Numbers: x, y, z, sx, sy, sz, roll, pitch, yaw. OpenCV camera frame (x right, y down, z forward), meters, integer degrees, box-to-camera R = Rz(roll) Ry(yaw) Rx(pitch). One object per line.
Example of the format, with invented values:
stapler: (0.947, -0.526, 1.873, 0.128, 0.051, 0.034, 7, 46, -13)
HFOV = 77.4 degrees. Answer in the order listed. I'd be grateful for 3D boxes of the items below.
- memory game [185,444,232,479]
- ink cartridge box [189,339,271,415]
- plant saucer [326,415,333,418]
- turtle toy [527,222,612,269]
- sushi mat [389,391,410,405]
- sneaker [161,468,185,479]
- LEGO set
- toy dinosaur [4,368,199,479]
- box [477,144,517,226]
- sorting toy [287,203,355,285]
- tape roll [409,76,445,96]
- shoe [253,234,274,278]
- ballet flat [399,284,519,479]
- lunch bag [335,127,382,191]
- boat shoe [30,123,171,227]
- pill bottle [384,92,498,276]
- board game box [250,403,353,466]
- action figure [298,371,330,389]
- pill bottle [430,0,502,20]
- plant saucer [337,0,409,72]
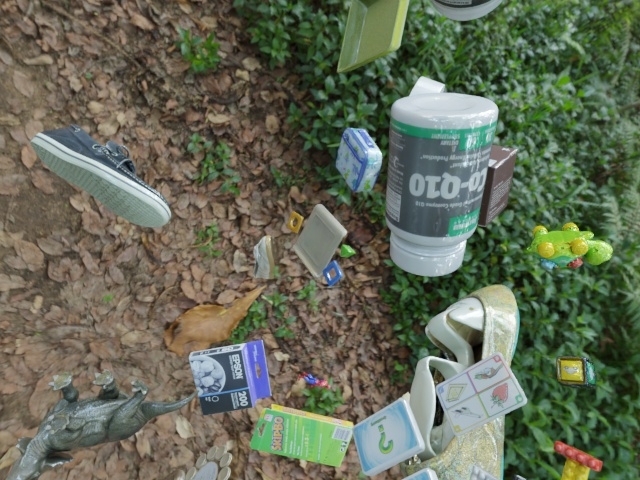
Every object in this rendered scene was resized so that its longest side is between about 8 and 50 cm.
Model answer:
memory game: (-0.288, 0.599, 0.988, 0.012, 0.186, 0.186, 48, 60, -22)
ink cartridge box: (-0.259, 0.405, 1.174, 0.209, 0.045, 0.206, -9, 108, -7)
plant saucer: (0.010, 0.582, 1.236, 0.083, 0.083, 0.015, -42, 103, -30)
turtle toy: (0.440, 0.016, 0.710, 0.095, 0.131, 0.066, -54, 133, -57)
sushi mat: (0.332, 0.701, 1.377, 0.152, 0.019, 0.316, -31, 82, -13)
sneaker: (-0.366, 0.557, 0.835, 0.071, 0.066, 0.188, 53, 44, -13)
LEGO set: (0.125, 0.192, 0.320, 0.060, 0.244, 0.182, 28, 32, -37)
toy dinosaur: (-0.379, 0.303, 0.689, 0.314, 0.160, 0.121, -14, 48, -38)
box: (0.492, -0.183, 1.265, 0.169, 0.167, 0.203, -33, 132, -36)
sorting toy: (0.000, 0.000, 1.363, 0.047, 0.195, 0.347, 10, 30, -43)
tape roll: (0.400, -0.511, 1.630, 0.100, 0.286, 0.286, 25, 63, 12)
shoe: (-0.160, 0.056, 1.117, 0.059, 0.219, 0.076, -3, 61, -9)
ballet flat: (0.181, 0.162, 0.519, 0.123, 0.123, 0.348, 43, 47, -14)
lunch bag: (0.134, -0.295, 1.441, 0.090, 0.176, 0.218, -1, 44, -22)
boat shoe: (-0.620, -0.204, 1.174, 0.501, 0.186, 0.156, 29, 55, 17)
pill bottle: (0.246, -0.115, 0.867, 0.204, 0.204, 0.360, -27, 129, -32)
board game box: (-0.049, 0.527, 1.081, 0.260, 0.039, 0.124, 18, 97, -14)
action figure: (-0.016, 0.439, 1.238, 0.038, 0.115, 0.030, -4, 95, -51)
pill bottle: (0.193, -0.402, 0.507, 0.161, 0.162, 0.283, 66, 22, 0)
plant saucer: (0.121, -0.462, 0.853, 0.045, 0.188, 0.187, 12, 89, -31)
